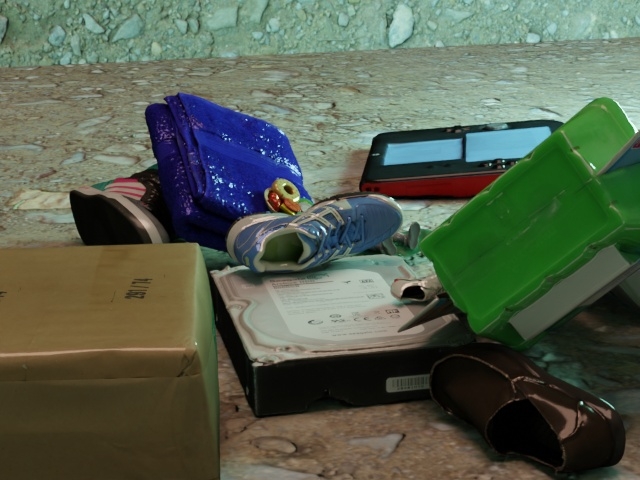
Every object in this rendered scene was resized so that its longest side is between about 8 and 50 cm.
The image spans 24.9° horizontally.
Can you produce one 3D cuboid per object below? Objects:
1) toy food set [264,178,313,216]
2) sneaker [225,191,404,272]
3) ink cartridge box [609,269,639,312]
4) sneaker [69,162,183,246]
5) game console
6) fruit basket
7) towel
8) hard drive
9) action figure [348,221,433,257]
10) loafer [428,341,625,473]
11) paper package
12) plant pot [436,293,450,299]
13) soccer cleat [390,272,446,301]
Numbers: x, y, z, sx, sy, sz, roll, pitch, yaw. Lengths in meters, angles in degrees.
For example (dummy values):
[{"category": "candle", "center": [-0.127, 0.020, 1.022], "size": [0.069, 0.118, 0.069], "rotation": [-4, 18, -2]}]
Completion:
[{"category": "toy food set", "center": [-0.035, -0.043, 1.853], "size": [0.082, 0.020, 0.083], "rotation": [37, 24, 2]}, {"category": "sneaker", "center": [0.000, 0.000, 1.674], "size": [0.211, 0.080, 0.081], "rotation": [-15, 24, -11]}, {"category": "ink cartridge box", "center": [0.381, -0.005, 1.721], "size": [0.148, 0.086, 0.203], "rotation": [-44, 22, 1]}, {"category": "sneaker", "center": [-0.215, -0.034, 1.968], "size": [0.178, 0.124, 0.295], "rotation": [-19, 20, -22]}, {"category": "game console", "center": [0.245, -0.140, 2.397], "size": [0.341, 0.060, 0.386], "rotation": [0, 15, 6]}, {"category": "fruit basket", "center": [0.274, -0.008, 1.451], "size": [0.327, 0.165, 0.353], "rotation": [-40, -23, 27]}, {"category": "towel", "center": [-0.109, -0.087, 1.944], "size": [0.227, 0.076, 0.308], "rotation": [15, 29, -23]}, {"category": "hard drive", "center": [0.015, 0.092, 1.581], "size": [0.236, 0.064, 0.339], "rotation": [-4, 15, -10]}, {"category": "action figure", "center": [0.043, -0.014, 1.971], "size": [0.137, 0.064, 0.232], "rotation": [-16, 17, -32]}, {"category": "loafer", "center": [0.171, 0.150, 1.314], "size": [0.078, 0.080, 0.220], "rotation": [-14, 19, -38]}, {"category": "paper package", "center": [-0.245, 0.126, 1.292], "size": [0.309, 0.168, 0.325], "rotation": [-2, 15, -5]}, {"category": "plant pot", "center": [0.230, 0.009, 1.656], "size": [0.236, 0.236, 0.032], "rotation": [-16, 62, -42]}, {"category": "soccer cleat", "center": [0.116, 0.051, 1.552], "size": [0.083, 0.029, 0.036], "rotation": [-8, 25, -10]}]
